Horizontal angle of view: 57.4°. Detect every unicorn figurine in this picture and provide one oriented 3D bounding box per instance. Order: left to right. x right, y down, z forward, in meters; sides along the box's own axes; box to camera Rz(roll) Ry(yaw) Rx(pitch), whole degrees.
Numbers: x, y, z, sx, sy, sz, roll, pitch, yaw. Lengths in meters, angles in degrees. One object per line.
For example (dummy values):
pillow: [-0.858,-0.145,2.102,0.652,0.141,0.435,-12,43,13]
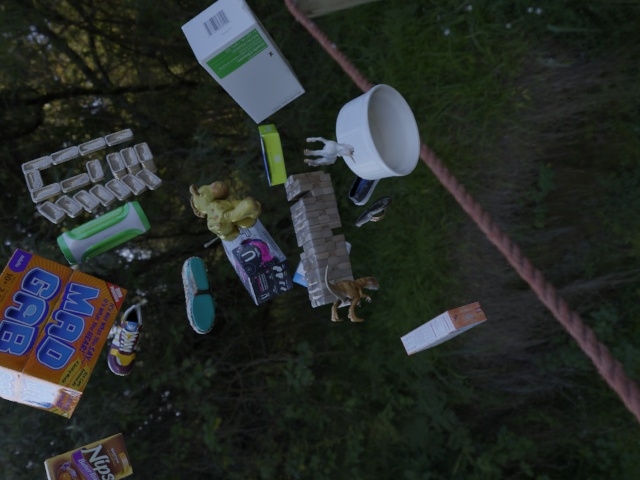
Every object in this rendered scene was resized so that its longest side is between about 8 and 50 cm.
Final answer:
unicorn figurine: [0.019,-0.210,1.393,0.162,0.111,0.060,-158,72,-84]

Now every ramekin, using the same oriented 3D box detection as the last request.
ramekin: [0.171,-0.317,1.771,0.277,0.135,0.277,16,-112,-47]

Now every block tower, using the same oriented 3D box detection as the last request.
block tower: [0.000,0.000,1.412,0.091,0.097,0.335,-28,75,65]

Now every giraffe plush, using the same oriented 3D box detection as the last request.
giraffe plush: [-0.302,-0.099,1.735,0.170,0.210,0.181,52,149,13]

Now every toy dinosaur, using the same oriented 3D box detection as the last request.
toy dinosaur: [0.045,0.105,1.165,0.211,0.064,0.112,5,-96,-58]

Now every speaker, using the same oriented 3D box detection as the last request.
speaker: [-0.757,-0.028,2.054,0.131,0.296,0.131,54,162,26]

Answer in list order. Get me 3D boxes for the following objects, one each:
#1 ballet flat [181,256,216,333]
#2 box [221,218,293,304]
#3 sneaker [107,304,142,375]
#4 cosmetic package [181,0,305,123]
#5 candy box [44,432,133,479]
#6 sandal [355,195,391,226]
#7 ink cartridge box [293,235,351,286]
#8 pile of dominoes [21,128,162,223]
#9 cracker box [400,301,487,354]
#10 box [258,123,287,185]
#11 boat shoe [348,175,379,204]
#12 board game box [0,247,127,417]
ballet flat: [-0.359,0.165,1.714,0.077,0.091,0.241,-40,53,48]
box: [-0.215,0.058,1.920,0.247,0.142,0.163,51,161,37]
sneaker: [-0.494,0.250,1.489,0.084,0.070,0.185,-56,30,38]
cosmetic package: [-0.214,-0.526,1.715,0.155,0.197,0.365,62,-169,25]
candy box: [-0.581,0.571,1.470,0.053,0.187,0.109,-40,68,52]
sandal: [0.214,-0.103,2.276,0.219,0.060,0.090,-41,16,47]
ink cartridge box: [0.005,0.077,2.010,0.082,0.140,0.190,-70,4,-54]
pile of dominoes: [-0.464,-0.125,1.203,0.196,0.251,0.040,57,163,33]
cracker box: [0.386,0.278,1.844,0.232,0.156,0.067,-42,64,46]
box: [-0.105,-0.190,1.280,0.178,0.042,0.109,-113,12,-70]
boat shoe: [0.163,-0.237,2.049,0.080,0.228,0.076,32,-174,40]
board game box: [-0.887,0.310,1.879,0.356,0.356,0.356,-45,26,51]
